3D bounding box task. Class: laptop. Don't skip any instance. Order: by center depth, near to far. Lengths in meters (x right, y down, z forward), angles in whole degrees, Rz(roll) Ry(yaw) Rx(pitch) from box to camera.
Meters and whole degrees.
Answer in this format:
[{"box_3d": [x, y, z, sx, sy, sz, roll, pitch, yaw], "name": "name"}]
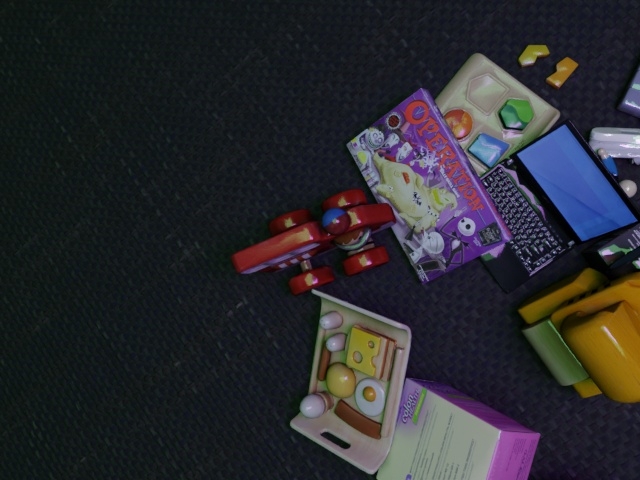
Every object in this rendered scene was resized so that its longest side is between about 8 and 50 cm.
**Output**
[{"box_3d": [0.417, -0.054, 1.037, 0.264, 0.136, 0.234, -37, 89, 7], "name": "laptop"}]

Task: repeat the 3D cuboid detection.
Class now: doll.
[{"box_3d": [0.540, -0.125, 1.076, 0.189, 0.046, 0.129, 17, 110, 9], "name": "doll"}]

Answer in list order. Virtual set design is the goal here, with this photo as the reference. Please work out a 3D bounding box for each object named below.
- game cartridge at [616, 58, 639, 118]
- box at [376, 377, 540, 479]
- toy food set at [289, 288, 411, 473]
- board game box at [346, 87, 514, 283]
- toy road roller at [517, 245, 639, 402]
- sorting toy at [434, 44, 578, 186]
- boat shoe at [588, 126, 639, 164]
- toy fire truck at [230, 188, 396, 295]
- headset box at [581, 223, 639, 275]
[{"box_3d": [0.800, -0.290, 1.038, 0.355, 0.068, 0.230, 25, 87, 11], "name": "game cartridge"}, {"box_3d": [0.247, 0.406, 0.996, 0.117, 0.243, 0.213, 17, 89, -33], "name": "box"}, {"box_3d": [0.046, 0.271, 1.059, 0.220, 0.092, 0.306, 17, 104, 37], "name": "toy food set"}, {"box_3d": [0.216, -0.107, 1.099, 0.208, 0.056, 0.347, -33, 80, 29], "name": "board game box"}, {"box_3d": [0.479, 0.170, 0.914, 0.202, 0.240, 0.329, 56, 141, 9], "name": "toy road roller"}, {"box_3d": [0.379, -0.292, 1.123, 0.229, 0.041, 0.307, 40, 94, 10], "name": "sorting toy"}, {"box_3d": [0.631, -0.183, 1.063, 0.184, 0.066, 0.063, 5, 120, 6], "name": "boat shoe"}, {"box_3d": [0.000, 0.000, 1.062, 0.302, 0.254, 0.169, -21, 83, 12], "name": "toy fire truck"}, {"box_3d": [0.673, 0.046, 1.011, 0.293, 0.110, 0.218, -35, 81, 6], "name": "headset box"}]
